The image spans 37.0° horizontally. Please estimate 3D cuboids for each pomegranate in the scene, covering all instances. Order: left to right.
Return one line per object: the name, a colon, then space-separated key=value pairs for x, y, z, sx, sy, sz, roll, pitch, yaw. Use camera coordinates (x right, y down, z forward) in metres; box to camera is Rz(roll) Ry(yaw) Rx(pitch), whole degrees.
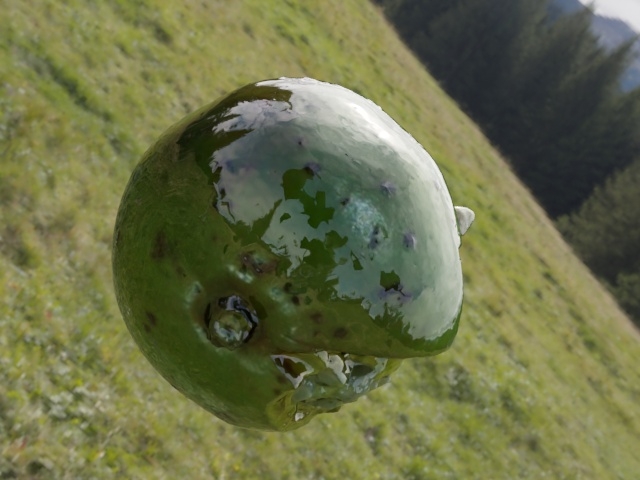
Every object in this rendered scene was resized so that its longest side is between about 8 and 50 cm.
pomegranate: x=0.000 y=0.000 z=0.665 sx=0.236 sy=0.236 sz=0.302 roll=45 pitch=32 yaw=12
